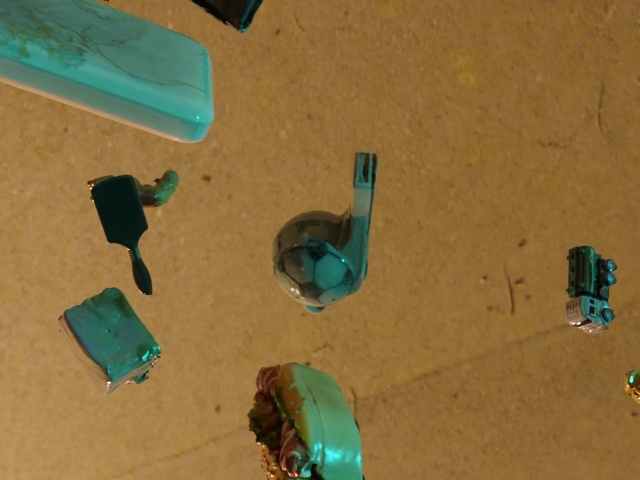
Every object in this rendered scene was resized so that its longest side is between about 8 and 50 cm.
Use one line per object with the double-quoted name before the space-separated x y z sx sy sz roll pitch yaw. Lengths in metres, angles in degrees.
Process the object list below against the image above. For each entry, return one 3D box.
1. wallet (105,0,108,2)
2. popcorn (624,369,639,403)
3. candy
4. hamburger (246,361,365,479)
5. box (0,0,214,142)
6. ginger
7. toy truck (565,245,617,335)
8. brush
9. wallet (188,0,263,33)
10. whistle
"wallet" -0.399 -0.433 1.393 0.244 0.124 0.025 35 101 -28
"popcorn" 0.511 0.240 1.523 0.084 0.084 0.084 1 134 1
"candy" -0.423 0.205 1.973 0.195 0.137 0.185 54 158 5
"hamburger" -0.017 0.232 1.113 0.116 0.210 0.173 -15 117 -8
"box" -0.210 -0.147 0.674 0.285 0.142 0.044 18 120 -19
"ginger" -0.303 -0.080 1.631 0.173 0.069 0.051 -6 138 -46
"toy truck" 0.265 0.049 0.978 0.044 0.083 0.039 18 154 -20
"brush" -0.271 -0.002 1.393 0.063 0.016 0.193 -21 118 -17
"wallet" -0.179 -0.503 1.553 0.237 0.342 0.075 -58 155 12
"whistle" 0.000 0.000 1.512 0.163 0.163 0.290 3 126 -1
